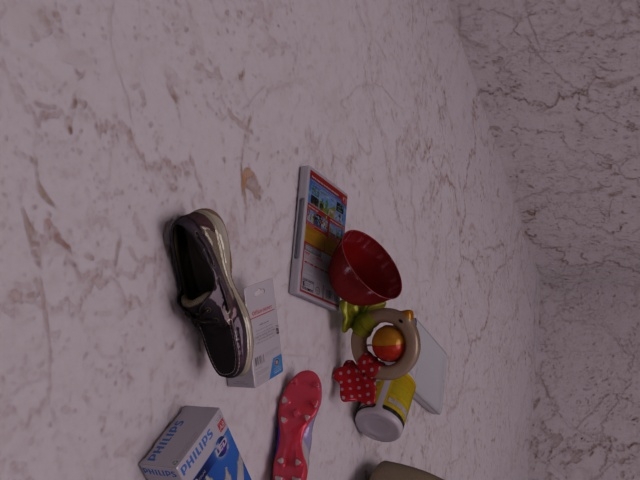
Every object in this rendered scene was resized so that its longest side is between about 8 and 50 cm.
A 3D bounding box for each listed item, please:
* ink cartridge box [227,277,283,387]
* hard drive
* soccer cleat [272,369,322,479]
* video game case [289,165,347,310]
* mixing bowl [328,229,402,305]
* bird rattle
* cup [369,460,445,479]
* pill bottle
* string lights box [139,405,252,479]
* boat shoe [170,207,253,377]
[{"bbox_3d":[-0.126,0.165,1.316,0.104,0.060,0.180,-16,102,-62],"label":"ink cartridge box"},{"bbox_3d":[0.311,0.382,2.174,0.307,0.040,0.202,47,46,-52],"label":"hard drive"},{"bbox_3d":[-0.047,0.384,1.446,0.095,0.083,0.247,89,9,-61],"label":"soccer cleat"},{"bbox_3d":[0.000,0.000,1.622,0.204,0.025,0.285,31,61,-58],"label":"video game case"},{"bbox_3d":[0.084,0.077,1.608,0.181,0.098,0.181,32,35,-26],"label":"mixing bowl"},{"bbox_3d":[0.125,0.245,1.652,0.143,0.207,0.253,26,60,-58],"label":"bird rattle"},{"bbox_3d":[0.260,0.699,1.720,0.331,0.237,0.330,-5,90,-68],"label":"cup"},{"bbox_3d":[0.171,0.385,1.809,0.208,0.119,0.119,-61,139,-45],"label":"pill bottle"},{"bbox_3d":[-0.180,0.408,1.165,0.133,0.077,0.259,-53,133,-50],"label":"string lights box"},{"bbox_3d":[-0.185,0.092,1.174,0.092,0.103,0.285,-18,100,-57],"label":"boat shoe"}]
